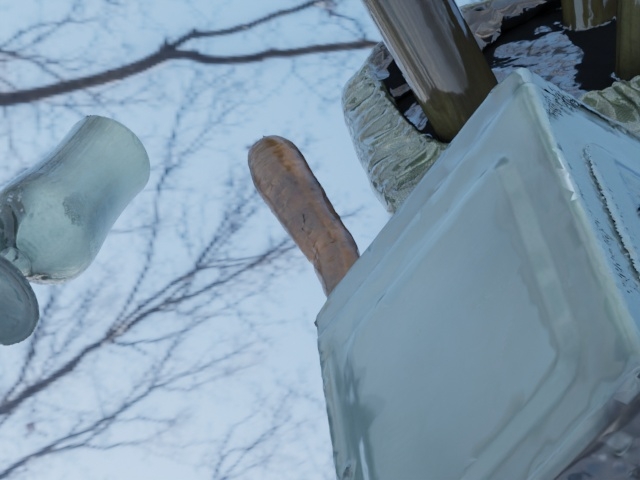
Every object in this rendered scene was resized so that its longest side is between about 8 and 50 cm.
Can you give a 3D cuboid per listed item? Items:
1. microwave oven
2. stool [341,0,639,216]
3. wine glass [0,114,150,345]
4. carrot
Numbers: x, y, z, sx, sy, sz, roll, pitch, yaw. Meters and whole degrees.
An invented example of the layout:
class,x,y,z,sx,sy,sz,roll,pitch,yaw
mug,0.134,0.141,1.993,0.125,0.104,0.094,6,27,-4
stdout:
class,x,y,z,sx,sy,sz,roll,pitch,yaw
microwave oven,0.162,0.104,0.632,0.295,0.237,0.181,27,-61,-22
stool,0.142,-0.194,1.121,0.310,0.310,0.226,-22,-66,1
wine glass,-0.236,-0.017,1.296,0.103,0.231,0.103,12,-52,15
carrot,0.001,0.000,0.851,0.036,0.035,0.165,-48,-125,22
